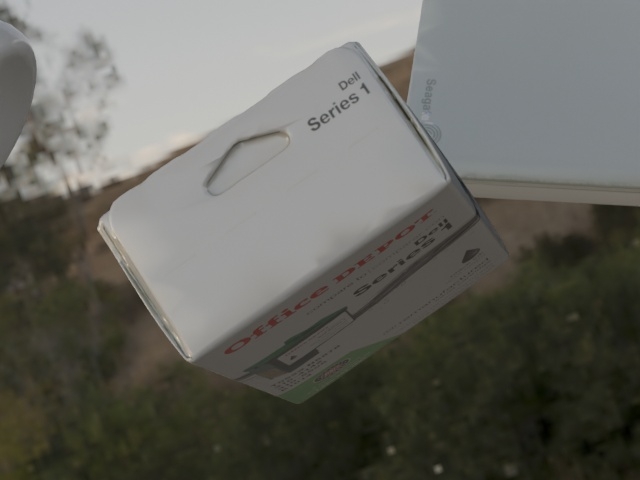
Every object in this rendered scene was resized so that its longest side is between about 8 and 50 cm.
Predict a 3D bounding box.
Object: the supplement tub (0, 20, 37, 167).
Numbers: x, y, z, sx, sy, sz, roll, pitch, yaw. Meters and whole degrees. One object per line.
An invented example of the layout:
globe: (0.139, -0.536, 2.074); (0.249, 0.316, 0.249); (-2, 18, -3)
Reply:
supplement tub: (-0.313, -0.117, 1.210); (0.144, 0.199, 0.144); (-60, -12, -21)

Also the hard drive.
hard drive: (0.227, -0.122, 1.429); (0.307, 0.203, 0.040); (4, -30, 10)

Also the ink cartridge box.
ink cartridge box: (0.000, 0.000, 0.937); (0.160, 0.092, 0.219); (-35, -16, 6)
